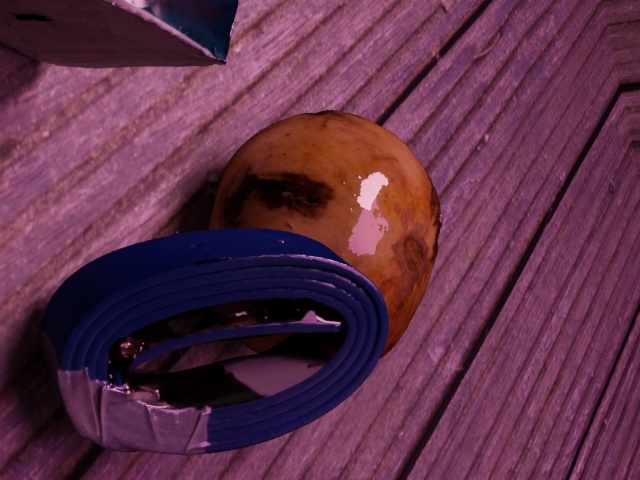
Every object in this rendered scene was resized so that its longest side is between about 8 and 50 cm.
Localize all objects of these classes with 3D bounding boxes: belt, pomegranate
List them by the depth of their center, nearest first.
[{"bbox_3d":[-0.109,0.101,1.393,0.347,0.117,0.212,-9,110,-20],"label":"belt"},{"bbox_3d":[0.000,0.000,1.629,0.322,0.322,0.322,11,77,-60],"label":"pomegranate"}]

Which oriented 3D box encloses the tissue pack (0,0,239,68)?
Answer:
[{"bbox_3d":[-0.197,-0.392,1.277,0.253,0.264,0.416,23,76,-55],"label":"tissue pack"}]
